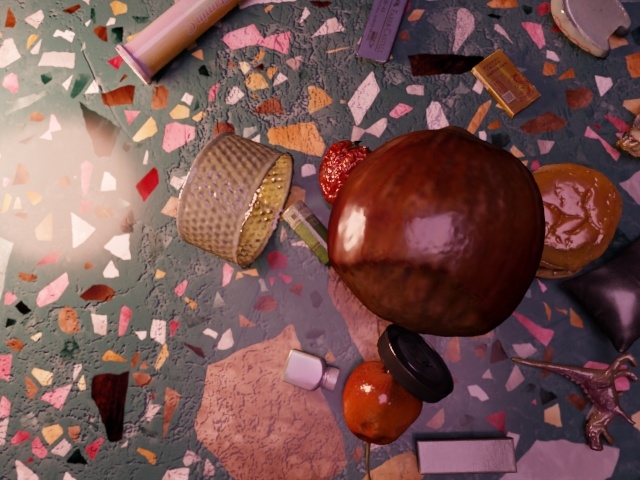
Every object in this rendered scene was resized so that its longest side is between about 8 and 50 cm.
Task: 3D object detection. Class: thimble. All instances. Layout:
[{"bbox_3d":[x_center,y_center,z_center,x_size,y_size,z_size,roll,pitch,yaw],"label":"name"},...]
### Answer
[{"bbox_3d":[-0.175,-0.090,1.039,0.150,0.271,0.270,22,82,7],"label":"thimble"}]

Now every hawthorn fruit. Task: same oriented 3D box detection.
[{"bbox_3d":[0.113,0.398,1.034,0.165,0.165,0.285,15,105,5],"label":"hawthorn fruit"}]

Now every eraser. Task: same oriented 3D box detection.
[{"bbox_3d":[0.160,-0.545,1.215,0.082,0.036,0.224,18,82,7],"label":"eraser"}]

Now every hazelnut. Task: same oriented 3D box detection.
[{"bbox_3d":[0.222,-0.021,0.961,0.421,0.353,0.420,-8,71,24],"label":"hazelnut"}]

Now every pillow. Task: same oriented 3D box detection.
[{"bbox_3d":[0.683,0.103,1.051,0.250,0.106,0.186,-31,66,-6],"label":"pillow"}]

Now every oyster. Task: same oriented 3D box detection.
[{"bbox_3d":[0.790,-0.255,1.131,0.133,0.072,0.209,36,64,14],"label":"oyster"}]

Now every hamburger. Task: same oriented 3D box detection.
[{"bbox_3d":[0.508,-0.041,1.054,0.245,0.163,0.244,0,83,1],"label":"hamburger"}]

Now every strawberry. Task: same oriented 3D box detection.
[{"bbox_3d":[0.058,-0.158,1.114,0.131,0.131,0.148,41,77,8],"label":"strawberry"}]

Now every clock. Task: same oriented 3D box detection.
[{"bbox_3d":[0.197,0.255,1.013,0.184,0.184,0.040,44,111,8],"label":"clock"}]

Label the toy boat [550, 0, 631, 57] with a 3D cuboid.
[{"bbox_3d":[0.650,-0.545,1.186,0.208,0.079,0.134,41,92,-3],"label":"toy boat"}]

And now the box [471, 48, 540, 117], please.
[{"bbox_3d":[0.452,-0.384,1.184,0.089,0.022,0.156,-38,81,-3],"label":"box"}]

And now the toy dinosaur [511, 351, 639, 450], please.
[{"bbox_3d":[0.579,0.309,1.044,0.200,0.072,0.251,-36,90,5],"label":"toy dinosaur"}]

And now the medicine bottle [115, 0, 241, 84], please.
[{"bbox_3d":[-0.306,-0.565,1.208,0.426,0.108,0.108,-42,82,-7],"label":"medicine bottle"}]

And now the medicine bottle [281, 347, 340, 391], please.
[{"bbox_3d":[-0.020,0.292,1.075,0.118,0.055,0.074,17,81,6],"label":"medicine bottle"}]

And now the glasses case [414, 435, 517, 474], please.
[{"bbox_3d":[0.309,0.460,1.039,0.205,0.047,0.070,-3,76,2],"label":"glasses case"}]

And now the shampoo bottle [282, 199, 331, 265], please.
[{"bbox_3d":[0.000,0.000,1.117,0.065,0.065,0.204,-40,81,-4],"label":"shampoo bottle"}]
